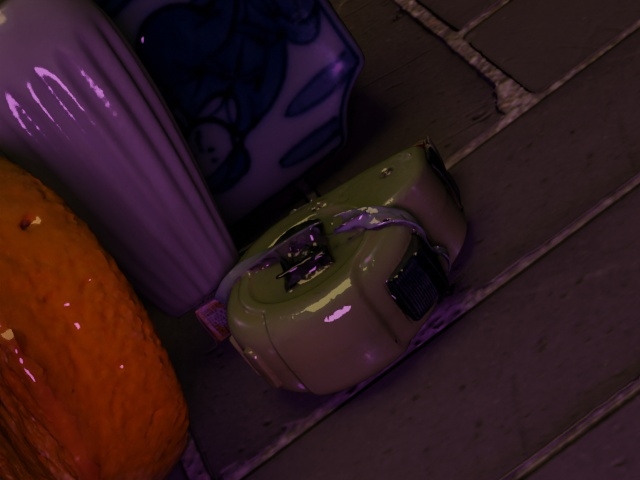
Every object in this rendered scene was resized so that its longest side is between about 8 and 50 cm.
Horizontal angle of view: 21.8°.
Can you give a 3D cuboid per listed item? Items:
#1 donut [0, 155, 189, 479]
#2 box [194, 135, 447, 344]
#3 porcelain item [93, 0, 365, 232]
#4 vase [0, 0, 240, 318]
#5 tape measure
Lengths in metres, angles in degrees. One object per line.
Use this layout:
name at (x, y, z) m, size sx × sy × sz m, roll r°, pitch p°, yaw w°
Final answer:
donut at (-0.199, 0.061, 1.085) m, size 0.110 × 0.303 × 0.303 m, roll -37°, pitch 26°, yaw -24°
box at (0.000, 0.000, 1.188) m, size 0.207 × 0.041 × 0.050 m, roll -31°, pitch 32°, yaw 12°
porcelain item at (-0.131, -0.139, 1.287) m, size 0.281 × 0.286 × 0.157 m, roll -35°, pitch 25°, yaw -1°
vase at (-0.152, -0.058, 1.141) m, size 0.128 × 0.248 × 0.128 m, roll -34°, pitch 15°, yaw 11°
tape measure at (0.010, 0.028, 1.087) m, size 0.177 × 0.087 × 0.154 m, roll -30°, pitch 29°, yaw 17°
